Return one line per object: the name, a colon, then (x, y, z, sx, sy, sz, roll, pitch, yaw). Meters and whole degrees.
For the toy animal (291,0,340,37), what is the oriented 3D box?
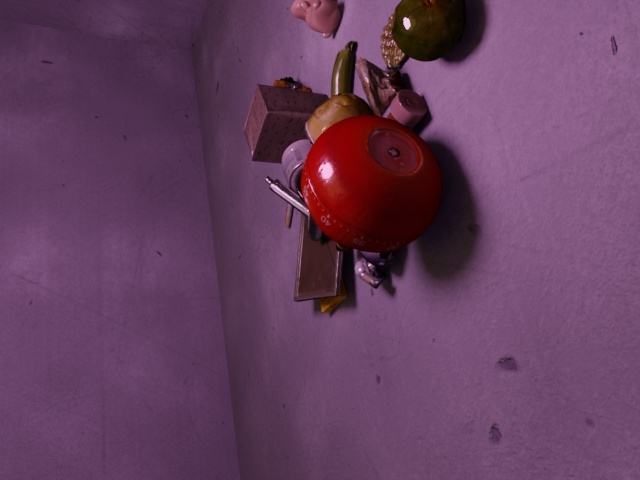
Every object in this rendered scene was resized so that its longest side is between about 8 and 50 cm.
toy animal: (-0.015, -0.871, 1.938, 0.171, 0.171, 0.197, -61, 41, 43)

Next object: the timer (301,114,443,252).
timer: (0.139, -0.154, 1.383, 0.279, 0.378, 0.377, 125, 137, -52)

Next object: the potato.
potato: (0.100, -0.332, 1.648, 0.196, 0.246, 0.299, -39, 70, 26)

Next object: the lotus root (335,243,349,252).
lotus root: (0.113, -0.056, 1.687, 0.128, 0.145, 0.260, -67, 3, -52)

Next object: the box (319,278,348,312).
box: (0.022, 0.122, 1.968, 0.152, 0.044, 0.269, -49, 49, 47)

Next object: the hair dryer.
hair dryer: (-0.082, -0.142, 1.756, 0.155, 0.284, 0.320, -61, -2, -28)

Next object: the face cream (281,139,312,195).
face cream: (-0.046, -0.260, 1.911, 0.153, 0.177, 0.177, -110, 33, -47)

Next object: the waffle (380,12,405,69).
waffle: (0.235, -0.622, 1.576, 0.183, 0.036, 0.169, -45, 49, 53)

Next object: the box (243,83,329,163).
box: (-0.116, -0.433, 1.968, 0.225, 0.297, 0.190, -64, 37, 40)

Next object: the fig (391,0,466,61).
fig: (0.283, -0.566, 1.367, 0.245, 0.196, 0.195, -44, -43, -83)

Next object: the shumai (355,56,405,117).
shumai: (0.189, -0.474, 1.574, 0.201, 0.120, 0.201, -22, -90, -80)

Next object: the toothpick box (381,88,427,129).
toothpick box: (0.230, -0.353, 1.514, 0.149, 0.099, 0.098, -51, 46, 52)

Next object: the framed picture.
framed picture: (0.000, 0.000, 1.942, 0.326, 0.028, 0.445, -17, 65, 59)

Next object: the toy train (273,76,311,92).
toy train: (-0.173, -0.537, 2.242, 0.369, 0.163, 0.231, 118, 150, -42)

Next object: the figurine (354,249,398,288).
figurine: (0.168, 0.021, 1.595, 0.145, 0.145, 0.222, 55, 138, 48)

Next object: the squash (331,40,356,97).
squash: (0.078, -0.546, 1.845, 0.071, 0.080, 0.318, -19, -67, -79)

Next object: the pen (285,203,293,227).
pen: (-0.132, -0.169, 2.288, 0.040, 0.032, 0.233, -98, 16, -71)
